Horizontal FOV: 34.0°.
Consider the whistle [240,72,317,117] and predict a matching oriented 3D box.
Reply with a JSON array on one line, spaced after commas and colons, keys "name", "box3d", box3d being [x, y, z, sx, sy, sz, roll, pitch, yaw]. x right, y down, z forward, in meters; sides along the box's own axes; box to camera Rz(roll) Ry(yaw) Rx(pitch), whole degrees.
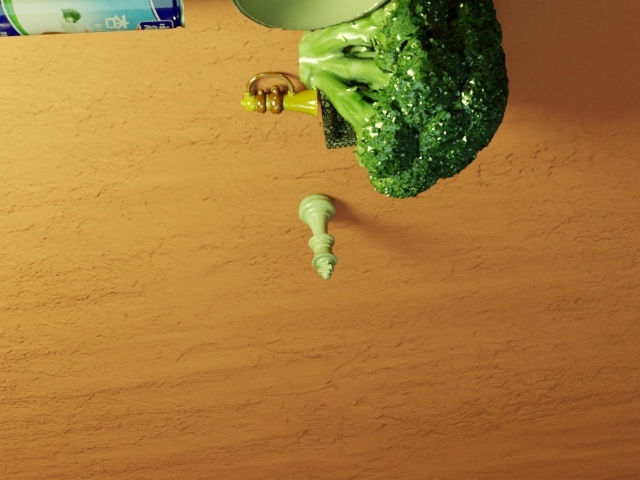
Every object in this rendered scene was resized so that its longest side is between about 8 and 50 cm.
[{"name": "whistle", "box3d": [-0.056, -0.199, 1.453, 0.109, 0.046, 0.057, 2, 155, -5]}]

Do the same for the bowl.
[{"name": "bowl", "box3d": [-0.010, -0.338, 1.170, 0.211, 0.112, 0.211, -12, 158, -5]}]

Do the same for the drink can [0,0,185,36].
[{"name": "drink can", "box3d": [-0.281, -0.294, 1.243, 0.235, 0.097, 0.097, -3, 141, -7]}]

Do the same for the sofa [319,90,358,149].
[{"name": "sofa", "box3d": [0.031, -0.185, 1.488, 0.060, 0.039, 0.118, -9, 142, -1]}]

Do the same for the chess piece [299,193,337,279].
[{"name": "chess piece", "box3d": [0.000, 0.000, 1.625, 0.059, 0.149, 0.059, -4, 141, -3]}]

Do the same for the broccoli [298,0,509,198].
[{"name": "broccoli", "box3d": [0.113, -0.203, 1.334, 0.275, 0.308, 0.308, 14, 151, 28]}]
